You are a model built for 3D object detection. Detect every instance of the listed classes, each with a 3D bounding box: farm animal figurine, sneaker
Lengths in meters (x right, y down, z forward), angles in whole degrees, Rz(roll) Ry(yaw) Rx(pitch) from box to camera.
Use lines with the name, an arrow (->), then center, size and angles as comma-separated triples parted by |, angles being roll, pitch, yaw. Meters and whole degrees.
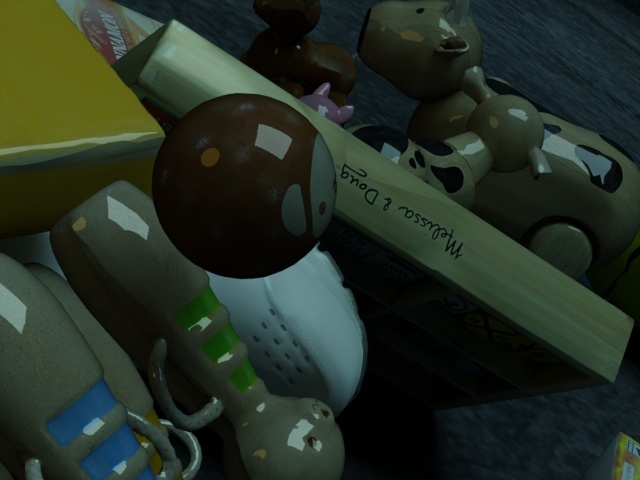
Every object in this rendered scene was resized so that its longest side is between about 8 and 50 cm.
farm animal figurine -> 0.082, -0.063, 1.035 | 0.326, 0.172, 0.330 | 25, 22, -23
sneaker -> -0.121, 0.014, 0.688 | 0.297, 0.111, 0.129 | 25, 33, -5

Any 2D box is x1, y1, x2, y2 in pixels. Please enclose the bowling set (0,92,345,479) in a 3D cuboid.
bowling set -> -0.054, 0.069, 0.480 | 0.154, 0.200, 0.287 | 53, 26, -3

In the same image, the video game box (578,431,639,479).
video game box -> 0.209, 0.199, 0.814 | 0.187, 0.048, 0.205 | 37, 20, 1

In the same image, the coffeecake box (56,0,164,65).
coffeecake box -> -0.166, -0.098, 0.888 | 0.185, 0.068, 0.142 | 21, 24, -29

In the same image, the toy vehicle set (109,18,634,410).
toy vehicle set -> 0.000, 0.000, 0.791 | 0.266, 0.035, 0.166 | 32, -23, -17

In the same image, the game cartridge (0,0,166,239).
game cartridge -> -0.263, -0.080, 0.591 | 0.323, 0.053, 0.285 | -12, 45, -34

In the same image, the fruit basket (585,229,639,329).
fruit basket -> 0.383, 0.072, 1.176 | 0.392, 0.283, 0.392 | -10, 16, 3
